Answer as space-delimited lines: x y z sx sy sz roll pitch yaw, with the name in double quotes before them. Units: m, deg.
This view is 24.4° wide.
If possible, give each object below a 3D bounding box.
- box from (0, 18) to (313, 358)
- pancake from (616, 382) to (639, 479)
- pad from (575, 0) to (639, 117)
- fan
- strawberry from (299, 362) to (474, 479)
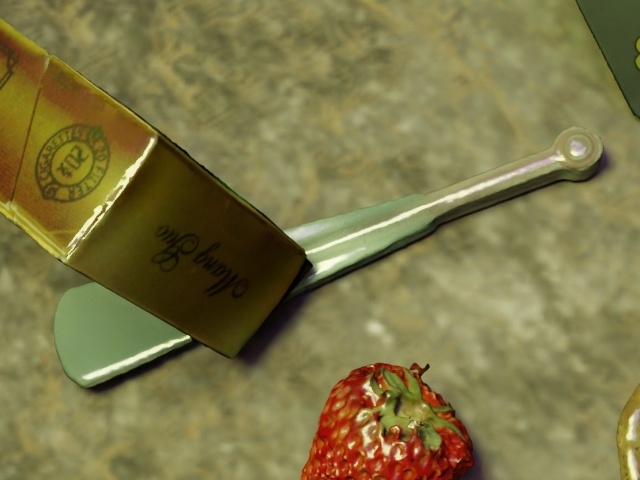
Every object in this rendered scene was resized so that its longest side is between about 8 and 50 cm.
"box" -0.133 -0.050 0.684 0.240 0.159 0.071 36 85 29
"pancake" 0.184 0.095 0.637 0.115 0.011 0.114 -6 68 14
"pad" 0.212 -0.185 0.672 0.245 0.170 0.006 -34 29 -2
"fan" 0.000 0.000 0.716 0.282 0.023 0.057 -22 57 5
"strawberry" 0.026 0.095 0.654 0.073 0.073 0.083 48 122 25
